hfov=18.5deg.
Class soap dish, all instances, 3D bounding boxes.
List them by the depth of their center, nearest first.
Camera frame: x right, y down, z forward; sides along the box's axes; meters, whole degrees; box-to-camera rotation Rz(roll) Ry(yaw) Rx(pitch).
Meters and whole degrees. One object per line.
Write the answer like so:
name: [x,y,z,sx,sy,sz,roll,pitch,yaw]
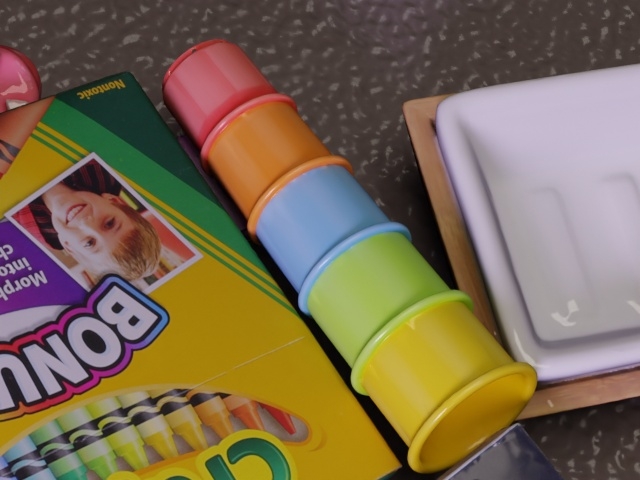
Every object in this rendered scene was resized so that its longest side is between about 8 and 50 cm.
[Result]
soap dish: [0.214,-0.002,1.313,0.291,0.118,0.228,-9,67,-16]

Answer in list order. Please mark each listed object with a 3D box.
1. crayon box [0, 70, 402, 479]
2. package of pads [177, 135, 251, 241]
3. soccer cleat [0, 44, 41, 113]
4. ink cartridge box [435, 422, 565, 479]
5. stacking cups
crayon box: [-0.184,0.093,1.146,0.363,0.106,0.313,-24,70,-36]
package of pads: [-0.059,-0.040,1.322,0.050,0.032,0.083,-22,71,-19]
soccer cleat: [-0.292,-0.051,1.262,0.248,0.095,0.083,-29,96,-6]
ink cartridge box: [0.097,0.245,1.126,0.208,0.045,0.206,-37,82,-17]
stacking cups: [0.000,0.000,1.228,0.096,0.096,0.316,-29,63,-23]
